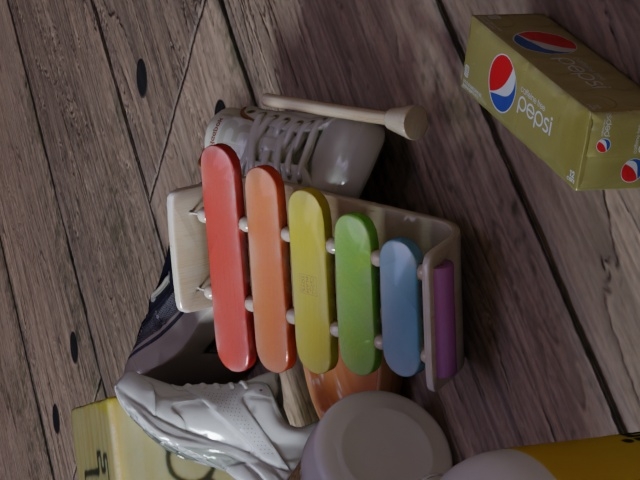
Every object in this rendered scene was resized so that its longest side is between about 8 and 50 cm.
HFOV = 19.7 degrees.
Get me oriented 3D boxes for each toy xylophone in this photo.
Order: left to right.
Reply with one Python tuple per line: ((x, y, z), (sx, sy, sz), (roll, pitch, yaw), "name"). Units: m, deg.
((0.000, 0.000, 1.530), (0.323, 0.081, 0.236), (4, 108, 45), "toy xylophone")

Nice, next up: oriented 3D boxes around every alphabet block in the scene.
((-0.147, 0.260, 1.956), (0.193, 0.192, 0.197), (156, 109, -66), "alphabet block")

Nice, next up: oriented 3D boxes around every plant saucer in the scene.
((0.030, 0.085, 1.670), (0.200, 0.037, 0.200), (177, 90, -70), "plant saucer")

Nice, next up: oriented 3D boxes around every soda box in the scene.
((0.162, -0.097, 1.254), (0.181, 0.061, 0.058), (-129, 41, -56), "soda box")

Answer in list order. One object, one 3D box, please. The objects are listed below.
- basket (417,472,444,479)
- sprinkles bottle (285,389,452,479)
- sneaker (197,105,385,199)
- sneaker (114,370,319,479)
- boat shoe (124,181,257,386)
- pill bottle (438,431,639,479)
((-0.010, 0.397, 1.379), (0.266, 0.328, 0.331), (55, 149, 15), "basket")
((0.005, 0.262, 1.649), (0.355, 0.121, 0.121), (119, 142, -55), "sprinkles bottle")
((-0.040, -0.070, 1.673), (0.290, 0.123, 0.106), (-12, 54, 68), "sneaker")
((-0.089, 0.172, 1.812), (0.115, 0.232, 0.090), (-62, -12, -11), "sneaker")
((-0.125, 0.053, 1.981), (0.340, 0.127, 0.158), (-41, 49, 55), "boat shoe")
((0.162, 0.191, 0.931), (0.188, 0.334, 0.187), (175, 90, -69), "pill bottle")
